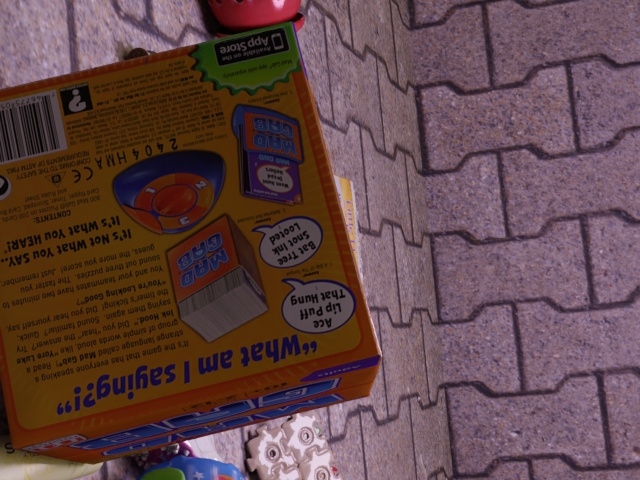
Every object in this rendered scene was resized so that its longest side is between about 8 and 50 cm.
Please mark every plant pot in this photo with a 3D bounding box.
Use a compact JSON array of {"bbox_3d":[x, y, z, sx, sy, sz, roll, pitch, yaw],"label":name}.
[{"bbox_3d":[-0.118,-0.457,2.035,0.191,0.191,0.174,-60,143,-62],"label":"plant pot"}]

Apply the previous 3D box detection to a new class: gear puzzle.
[{"bbox_3d":[-0.059,0.407,2.031,0.175,0.044,0.339,-22,88,-36],"label":"gear puzzle"}]

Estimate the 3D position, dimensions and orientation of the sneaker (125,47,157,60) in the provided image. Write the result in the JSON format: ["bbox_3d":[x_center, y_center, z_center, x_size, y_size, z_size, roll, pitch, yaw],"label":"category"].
[{"bbox_3d":[-0.248,-0.204,1.731,0.086,0.064,0.192,-11,90,-67],"label":"sneaker"}]

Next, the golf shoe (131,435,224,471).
[{"bbox_3d":[-0.185,0.326,1.663,0.140,0.115,0.306,-87,163,-44],"label":"golf shoe"}]

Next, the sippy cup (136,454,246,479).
[{"bbox_3d":[-0.176,0.426,1.502,0.305,0.240,0.224,-54,-153,38],"label":"sippy cup"}]

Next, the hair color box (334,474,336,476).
[{"bbox_3d":[-0.009,0.636,2.098,0.174,0.105,0.347,65,25,-46],"label":"hair color box"}]

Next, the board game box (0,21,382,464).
[{"bbox_3d":[-0.153,0.027,1.231,0.356,0.356,0.356,88,-11,-76],"label":"board game box"}]

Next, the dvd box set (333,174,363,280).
[{"bbox_3d":[0.000,0.000,2.437,0.420,0.062,0.308,10,74,-71],"label":"dvd box set"}]

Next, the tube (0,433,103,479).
[{"bbox_3d":[-0.340,0.261,1.291,0.070,0.062,0.240,43,13,20],"label":"tube"}]
